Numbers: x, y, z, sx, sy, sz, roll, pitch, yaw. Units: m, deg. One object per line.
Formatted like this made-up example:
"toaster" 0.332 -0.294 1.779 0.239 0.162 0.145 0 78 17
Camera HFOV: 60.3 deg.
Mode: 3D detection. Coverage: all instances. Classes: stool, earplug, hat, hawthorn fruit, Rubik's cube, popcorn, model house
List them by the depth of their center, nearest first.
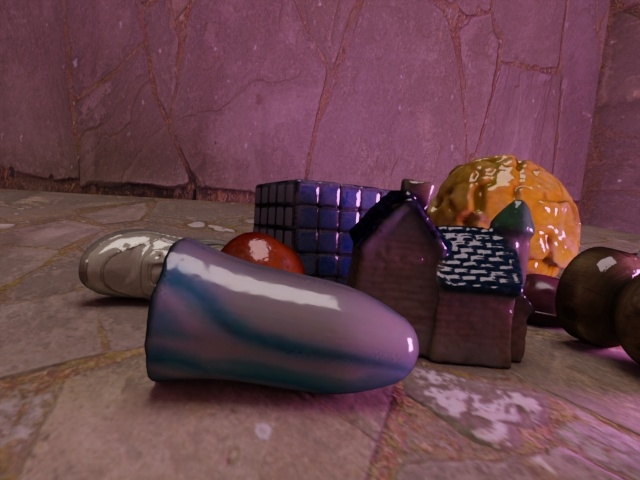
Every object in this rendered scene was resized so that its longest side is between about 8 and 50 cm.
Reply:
"earplug" -0.035 0.116 0.699 0.324 0.185 0.185 11 9 1
"hawthorn fruit" -0.102 0.072 0.877 0.173 0.173 0.173 5 9 -1
"stool" 0.549 0.120 0.899 0.179 0.179 0.264 1 10 -21
"model house" 0.195 0.042 0.928 0.298 0.284 0.243 5 14 0
"Rubik's cube" 0.000 0.000 1.148 0.237 0.237 0.238 1 3 -26
"hat" 0.472 0.118 1.161 0.205 0.089 0.205 6 9 -1
"popcorn" 0.479 -0.050 1.420 0.390 0.344 0.354 4 1 -45

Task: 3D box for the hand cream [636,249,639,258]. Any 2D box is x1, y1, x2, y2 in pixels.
"hand cream" 0.817 0.050 1.376 0.076 0.047 0.174 1 23 38

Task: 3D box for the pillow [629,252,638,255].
"pillow" 0.914 0.100 1.445 0.305 0.108 0.308 3 11 3

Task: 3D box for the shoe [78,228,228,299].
"shoe" -0.260 0.054 1.037 0.342 0.132 0.210 2 6 -38
